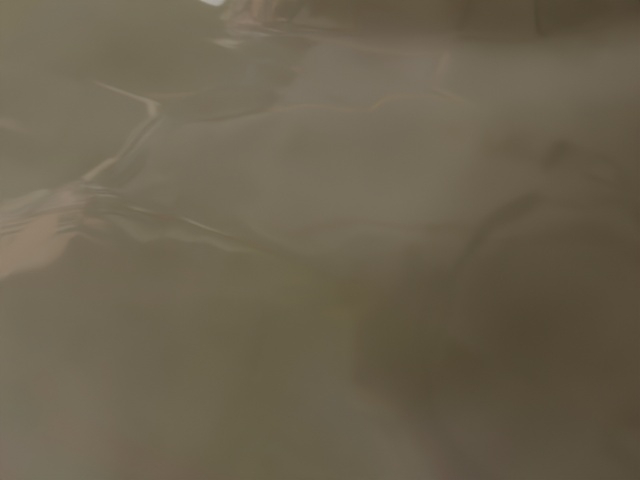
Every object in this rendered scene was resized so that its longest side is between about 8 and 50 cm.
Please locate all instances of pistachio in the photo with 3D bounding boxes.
[{"bbox_3d":[0.000,0.000,0.527,0.365,0.446,0.281,-53,-23,-54],"label":"pistachio"}]
